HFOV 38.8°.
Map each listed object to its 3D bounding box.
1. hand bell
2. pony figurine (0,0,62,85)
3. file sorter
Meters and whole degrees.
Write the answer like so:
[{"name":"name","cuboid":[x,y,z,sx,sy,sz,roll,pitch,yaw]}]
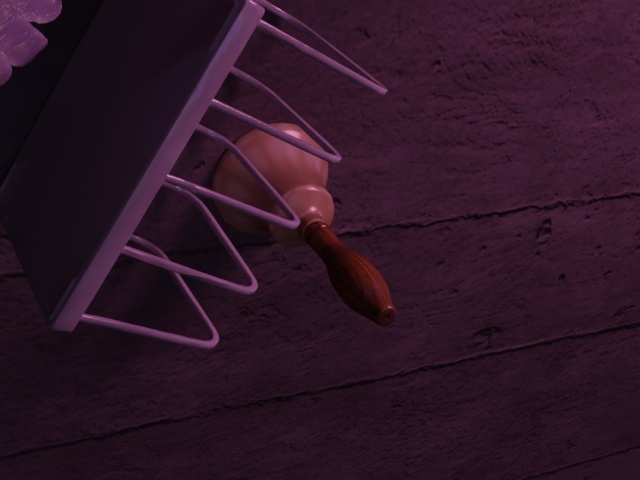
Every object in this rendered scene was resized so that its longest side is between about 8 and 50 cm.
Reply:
[{"name":"hand bell","cuboid":[0.000,0.000,0.823,0.126,0.242,0.126,-14,127,-20]},{"name":"pony figurine","cuboid":[-0.187,-0.288,0.472,0.351,0.363,0.303,41,63,-40]},{"name":"file sorter","cuboid":[-0.110,-0.073,0.748,0.173,0.193,0.277,22,108,-41]}]
